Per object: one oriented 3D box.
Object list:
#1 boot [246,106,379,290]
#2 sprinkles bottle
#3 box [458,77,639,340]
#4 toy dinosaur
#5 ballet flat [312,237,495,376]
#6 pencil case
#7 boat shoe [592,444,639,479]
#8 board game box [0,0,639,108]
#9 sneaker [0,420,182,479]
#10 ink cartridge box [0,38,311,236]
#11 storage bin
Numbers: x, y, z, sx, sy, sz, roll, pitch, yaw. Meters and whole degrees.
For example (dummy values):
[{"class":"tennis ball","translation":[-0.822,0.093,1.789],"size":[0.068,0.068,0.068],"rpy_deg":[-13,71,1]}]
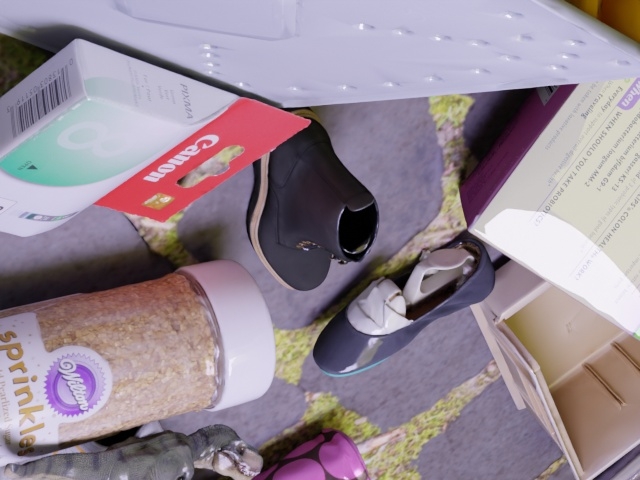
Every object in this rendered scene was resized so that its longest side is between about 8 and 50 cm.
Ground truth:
[{"class":"boot","translation":[0.000,0.000,1.231],"size":[0.076,0.137,0.198],"rpy_deg":[-27,139,-15]},{"class":"sprinkles bottle","translation":[-0.214,0.107,1.179],"size":[0.355,0.121,0.121],"rpy_deg":[-13,133,-28]},{"class":"box","translation":[0.283,-0.047,1.329],"size":[0.243,0.117,0.214],"rpy_deg":[32,107,-10]},{"class":"toy dinosaur","translation":[-0.164,0.201,1.192],"size":[0.268,0.064,0.118],"rpy_deg":[0,121,-51]},{"class":"ballet flat","translation":[0.078,0.053,1.392],"size":[0.203,0.074,0.074],"rpy_deg":[-26,139,-25]},{"class":"pencil case","translation":[-0.055,0.261,1.468],"size":[0.209,0.098,0.095],"rpy_deg":[-27,94,-14]},{"class":"boat shoe","translation":[0.413,0.172,1.709],"size":[0.355,0.130,0.132],"rpy_deg":[-40,141,-9]},{"class":"board game box","translation":[-0.065,-0.161,0.888],"size":[0.390,0.390,0.050],"rpy_deg":[18,78,-45]},{"class":"sneaker","translation":[-0.149,0.207,1.312],"size":[0.262,0.099,0.121],"rpy_deg":[28,98,-32]},{"class":"ink cartridge box","translation":[-0.139,-0.053,1.086],"size":[0.181,0.056,0.224],"rpy_deg":[-30,147,35]},{"class":"storage bin","translation":[0.311,0.077,1.549],"size":[0.262,0.123,0.260],"rpy_deg":[-35,140,-5]}]
